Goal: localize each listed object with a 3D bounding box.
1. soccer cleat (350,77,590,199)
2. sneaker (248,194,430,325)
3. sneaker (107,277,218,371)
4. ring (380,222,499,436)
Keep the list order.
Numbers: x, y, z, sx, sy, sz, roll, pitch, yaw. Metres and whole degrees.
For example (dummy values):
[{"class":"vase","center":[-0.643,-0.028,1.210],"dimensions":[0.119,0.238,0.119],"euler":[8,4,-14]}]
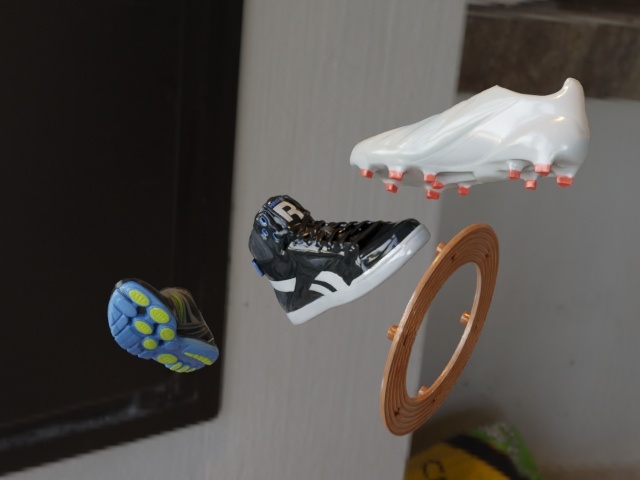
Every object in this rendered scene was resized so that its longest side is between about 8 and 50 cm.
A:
[{"class":"soccer cleat","center":[0.110,-0.076,0.876],"dimensions":[0.196,0.076,0.068],"euler":[-2,-17,38]},{"class":"sneaker","center":[0.000,0.000,1.113],"dimensions":[0.079,0.121,0.217],"euler":[-41,5,-39]},{"class":"sneaker","center":[-0.170,0.081,1.239],"dimensions":[0.067,0.188,0.078],"euler":[-26,61,11]},{"class":"ring","center":[0.171,0.129,1.734],"dimensions":[0.032,0.336,0.336],"euler":[25,28,26]}]
